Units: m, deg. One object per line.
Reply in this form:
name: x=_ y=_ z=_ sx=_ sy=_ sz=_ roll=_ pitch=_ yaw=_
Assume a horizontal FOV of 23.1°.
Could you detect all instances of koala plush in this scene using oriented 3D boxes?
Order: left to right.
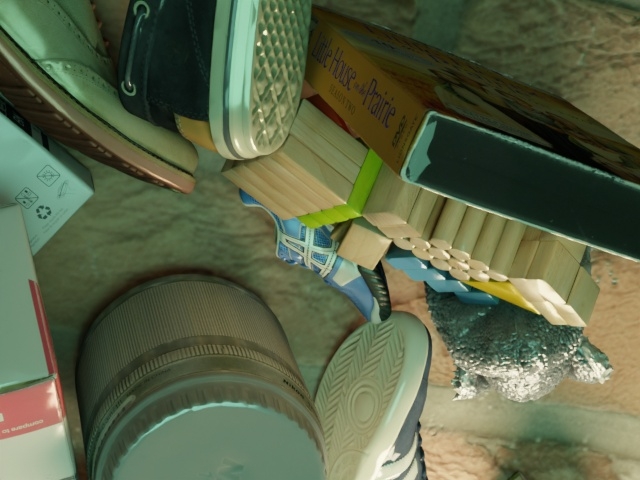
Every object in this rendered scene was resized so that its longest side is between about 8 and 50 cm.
koala plush: x=0.199 y=0.090 z=1.591 sx=0.196 sy=0.203 sz=0.221 roll=-9 pitch=143 yaw=8

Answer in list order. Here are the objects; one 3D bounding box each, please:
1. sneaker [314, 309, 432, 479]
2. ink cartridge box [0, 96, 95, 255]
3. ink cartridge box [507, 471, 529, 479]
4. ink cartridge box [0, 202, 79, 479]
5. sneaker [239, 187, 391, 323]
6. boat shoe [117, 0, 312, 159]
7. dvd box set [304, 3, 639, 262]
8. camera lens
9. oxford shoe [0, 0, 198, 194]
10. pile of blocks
sneaker: x=0.070 y=0.238 z=1.658 sx=0.148 sy=0.131 sz=0.350 roll=7 pitch=110 yaw=-33
ink cartridge box: x=-0.383 y=-0.098 z=1.429 sx=0.165 sy=0.065 sz=0.333 roll=-44 pitch=117 yaw=9
ink cartridge box: x=0.280 y=0.362 z=1.756 sx=0.062 sy=0.109 sz=0.209 roll=-43 pitch=115 yaw=8
ink cartridge box: x=-0.294 y=0.140 z=1.418 sx=0.117 sy=0.207 sz=0.283 roll=-12 pitch=140 yaw=-12
sneaker: x=0.000 y=0.000 z=1.560 sx=0.081 sy=0.080 sz=0.211 roll=-32 pitch=107 yaw=9
boat shoe: x=-0.082 y=-0.322 z=1.325 sx=0.156 sy=0.187 sz=0.500 roll=10 pitch=97 yaw=21
dvd box set: x=0.153 y=-0.094 z=1.357 sx=0.308 sy=0.420 sz=0.062 roll=18 pitch=104 yaw=-19
camera lens: x=-0.117 y=0.173 z=1.490 sx=0.219 sy=0.274 sz=0.219 roll=-5 pitch=114 yaw=-11
oxford shoe: x=-0.232 y=-0.184 z=1.390 sx=0.397 sy=0.140 sz=0.146 roll=41 pitch=75 yaw=-35
pile of blocks: x=0.096 y=-0.037 z=1.459 sx=0.362 sy=0.149 sz=0.112 roll=26 pitch=66 yaw=-4
